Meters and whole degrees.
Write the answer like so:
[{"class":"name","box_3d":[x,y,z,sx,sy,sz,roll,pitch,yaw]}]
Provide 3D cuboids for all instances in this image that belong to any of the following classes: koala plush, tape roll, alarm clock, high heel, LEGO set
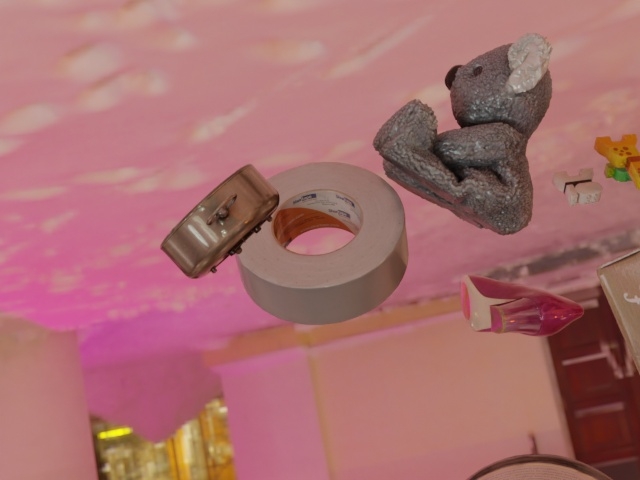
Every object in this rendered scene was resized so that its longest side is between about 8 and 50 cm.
[{"class":"koala plush","box_3d":[0.206,-0.141,1.275,0.203,0.221,0.196,31,177,10]},{"class":"tape roll","box_3d":[0.000,0.000,1.325,0.219,0.219,0.072,-11,136,-1]},{"class":"alarm clock","box_3d":[-0.099,-0.018,1.070,0.129,0.064,0.192,-43,177,-8]},{"class":"high heel","box_3d":[0.276,0.088,1.496,0.117,0.082,0.244,-5,-178,-8]},{"class":"LEGO set","box_3d":[0.441,-0.091,1.421,0.227,0.093,0.087,-7,135,-5]}]

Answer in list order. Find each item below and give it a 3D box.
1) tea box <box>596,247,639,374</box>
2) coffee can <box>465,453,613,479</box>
[{"class":"tea box","box_3d":[0.396,0.097,0.616,0.323,0.329,0.220,-26,171,33]},{"class":"coffee can","box_3d":[0.170,0.301,0.822,0.201,0.202,0.275,-14,180,14]}]
